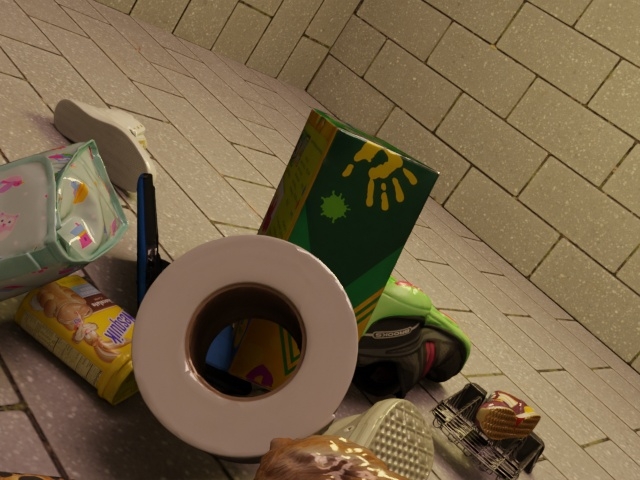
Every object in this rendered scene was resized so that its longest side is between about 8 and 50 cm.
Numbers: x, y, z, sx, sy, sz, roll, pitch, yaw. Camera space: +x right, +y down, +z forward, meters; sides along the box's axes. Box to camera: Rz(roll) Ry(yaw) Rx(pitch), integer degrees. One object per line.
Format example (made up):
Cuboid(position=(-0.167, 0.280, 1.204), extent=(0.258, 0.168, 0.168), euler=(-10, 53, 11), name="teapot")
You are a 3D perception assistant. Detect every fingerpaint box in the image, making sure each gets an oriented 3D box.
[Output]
Cuboid(position=(0.000, 0.000, 1.244), extent=(0.163, 0.371, 0.445), euler=(23, 9, -10), name="fingerpaint box")

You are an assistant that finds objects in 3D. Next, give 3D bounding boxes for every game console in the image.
Cuboid(position=(-0.197, 0.060, 1.203), extent=(0.174, 0.250, 0.293), euler=(0, 27, -14), name="game console")

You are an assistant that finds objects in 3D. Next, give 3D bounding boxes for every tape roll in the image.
Cuboid(position=(-0.083, 0.133, 0.905), extent=(0.246, 0.246, 0.169), euler=(37, -16, 9), name="tape roll")

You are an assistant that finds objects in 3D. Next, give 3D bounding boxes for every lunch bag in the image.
Cuboid(position=(-0.373, -0.009, 0.921), extent=(0.262, 0.224, 0.160), euler=(-95, 168, -71), name="lunch bag")

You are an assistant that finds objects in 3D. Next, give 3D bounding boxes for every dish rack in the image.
Cuboid(position=(0.305, 0.367, 1.451), extent=(0.208, 0.074, 0.272), euler=(39, 20, 21), name="dish rack")

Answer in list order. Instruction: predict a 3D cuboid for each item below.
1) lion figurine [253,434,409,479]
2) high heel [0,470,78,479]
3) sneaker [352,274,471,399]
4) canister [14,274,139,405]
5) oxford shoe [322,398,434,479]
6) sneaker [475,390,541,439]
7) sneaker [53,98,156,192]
Cuboid(position=(0.058, 0.378, 0.716), extent=(0.240, 0.142, 0.391), euler=(7, 63, -21), name="lion figurine")
Cuboid(position=(-0.327, 0.194, 0.701), extent=(0.261, 0.093, 0.186), euler=(5, 38, -41), name="high heel")
Cuboid(position=(0.139, 0.195, 1.456), extent=(0.185, 0.202, 0.483), euler=(29, -5, 33), name="sneaker")
Cuboid(position=(-0.293, 0.123, 1.005), extent=(0.170, 0.073, 0.126), euler=(36, 17, 10), name="canister")
Cuboid(position=(-0.003, 0.330, 0.912), extent=(0.449, 0.130, 0.169), euler=(-30, 95, -57), name="oxford shoe")
Cuboid(position=(0.321, 0.312, 1.411), extent=(0.186, 0.069, 0.084), euler=(21, 13, -45), name="sneaker")
Cuboid(position=(-0.402, -0.201, 1.620), extent=(0.292, 0.108, 0.169), euler=(40, 21, 24), name="sneaker")
